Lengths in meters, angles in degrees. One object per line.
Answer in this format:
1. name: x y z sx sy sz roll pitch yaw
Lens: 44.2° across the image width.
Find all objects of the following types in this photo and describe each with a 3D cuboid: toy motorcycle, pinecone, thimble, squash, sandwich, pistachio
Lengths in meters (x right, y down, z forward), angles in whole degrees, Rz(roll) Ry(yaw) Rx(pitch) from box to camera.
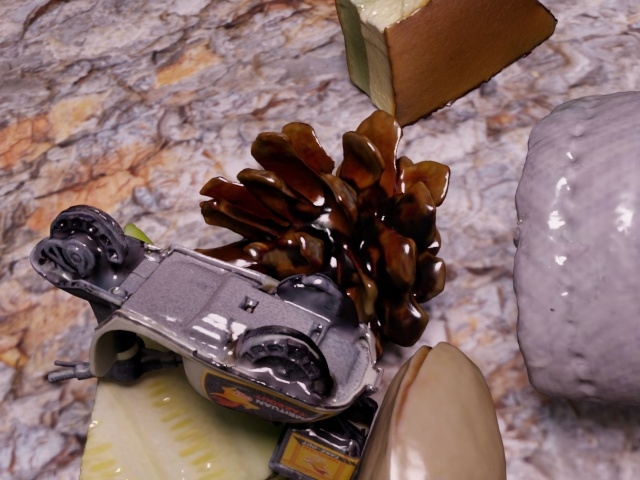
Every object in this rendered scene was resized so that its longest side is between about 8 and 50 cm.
1. toy motorcycle: -0.082 0.071 0.548 0.262 0.157 0.091 22 41 6
2. pinecone: -0.002 0.000 0.653 0.201 0.203 0.229 -1 51 -27
3. thimble: 0.244 0.002 0.575 0.157 0.217 0.246 0 48 30
4. squash: -0.170 0.139 0.646 0.203 0.111 0.289 -24 55 -33
5. sandwich: 0.133 -0.246 0.793 0.220 0.186 0.108 -31 59 -10
6. pistachio: 0.079 0.160 0.577 0.108 0.126 0.186 -14 39 31
